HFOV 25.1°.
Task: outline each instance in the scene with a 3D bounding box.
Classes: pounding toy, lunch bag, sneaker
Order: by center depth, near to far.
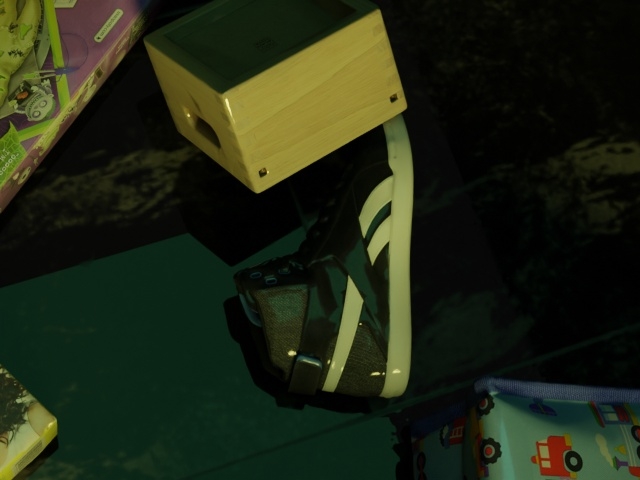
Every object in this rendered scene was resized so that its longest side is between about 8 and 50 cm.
[{"bbox_3d":[0.224,0.216,0.960,0.293,0.138,0.221,4,69,-18],"label":"lunch bag"},{"bbox_3d":[0.000,0.000,1.004,0.121,0.079,0.217,2,73,-9],"label":"sneaker"},{"bbox_3d":[-0.012,-0.142,1.036,0.206,0.094,0.181,-31,37,-17],"label":"pounding toy"}]

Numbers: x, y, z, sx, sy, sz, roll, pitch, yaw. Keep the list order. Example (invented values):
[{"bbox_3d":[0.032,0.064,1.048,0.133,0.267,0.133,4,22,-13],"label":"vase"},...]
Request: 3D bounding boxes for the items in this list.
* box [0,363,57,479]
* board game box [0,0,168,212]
[{"bbox_3d":[-0.283,0.071,0.946,0.232,0.058,0.087,42,71,6],"label":"box"},{"bbox_3d":[-0.226,-0.199,1.048,0.208,0.056,0.347,33,71,6],"label":"board game box"}]
